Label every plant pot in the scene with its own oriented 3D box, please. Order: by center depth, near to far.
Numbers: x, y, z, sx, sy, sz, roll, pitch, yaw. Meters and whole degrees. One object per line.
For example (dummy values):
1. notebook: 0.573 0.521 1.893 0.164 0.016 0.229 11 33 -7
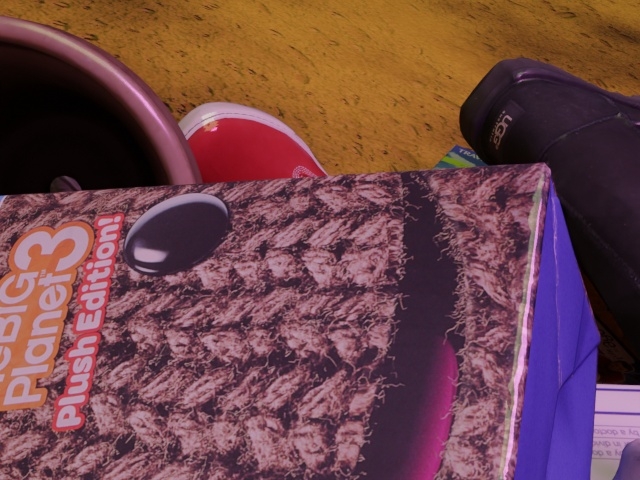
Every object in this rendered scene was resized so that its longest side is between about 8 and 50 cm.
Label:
1. plant pot: -0.194 -0.020 0.775 0.263 0.263 0.229 14 12 -1

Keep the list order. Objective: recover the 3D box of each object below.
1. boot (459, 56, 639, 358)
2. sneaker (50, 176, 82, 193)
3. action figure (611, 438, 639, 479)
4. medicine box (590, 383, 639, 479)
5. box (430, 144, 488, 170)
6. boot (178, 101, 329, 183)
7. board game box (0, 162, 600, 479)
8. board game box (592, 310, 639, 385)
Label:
1. boot: 0.352 0.022 0.990 0.367 0.146 0.445 9 27 -26
2. sneaker: -0.180 -0.045 0.963 0.237 0.085 0.086 5 35 -20
3. action figure: 0.278 0.102 0.449 0.330 0.178 0.341 5 9 35
4. medicine box: 0.215 0.214 0.592 0.264 0.149 0.289 3 31 -7
5. box: 0.155 -0.037 1.146 0.109 0.042 0.178 24 30 14
6. boot: 0.000 0.000 0.880 0.244 0.088 0.176 34 12 -45
7. board game box: -0.042 0.104 0.504 0.291 0.141 0.232 -3 53 22
8. board game box: 0.189 0.106 0.915 0.136 0.035 0.201 0 32 -25
